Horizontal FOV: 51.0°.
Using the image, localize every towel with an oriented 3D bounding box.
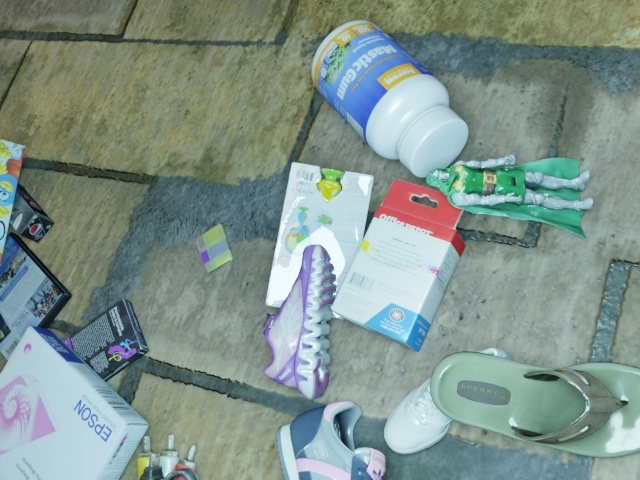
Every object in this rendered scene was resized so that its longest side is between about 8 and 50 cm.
[{"bbox_3d":[-0.195,0.013,1.232,0.060,0.009,0.083,-30,60,11],"label":"towel"}]

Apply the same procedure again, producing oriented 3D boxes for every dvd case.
[{"bbox_3d":[-0.637,0.115,1.394,0.253,0.022,0.180,36,86,32],"label":"dvd case"}]

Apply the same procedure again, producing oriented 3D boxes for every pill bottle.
[{"bbox_3d":[0.114,-0.230,1.102,0.152,0.152,0.272,-41,57,5],"label":"pill bottle"}]

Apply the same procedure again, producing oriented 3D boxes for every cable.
[{"bbox_3d":[-0.251,0.459,1.058,0.139,0.072,0.287,1,81,28],"label":"cable"}]

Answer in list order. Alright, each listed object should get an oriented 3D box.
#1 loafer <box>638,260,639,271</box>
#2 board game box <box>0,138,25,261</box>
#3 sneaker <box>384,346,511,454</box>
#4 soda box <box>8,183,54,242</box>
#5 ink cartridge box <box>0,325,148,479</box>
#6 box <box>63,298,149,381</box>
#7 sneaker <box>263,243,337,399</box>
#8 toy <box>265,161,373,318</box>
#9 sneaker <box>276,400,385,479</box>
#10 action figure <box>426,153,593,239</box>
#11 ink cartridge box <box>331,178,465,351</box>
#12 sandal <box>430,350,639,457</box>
[{"bbox_3d":[0.494,0.034,0.870,0.148,0.050,0.056,-1,69,25],"label":"loafer"},{"bbox_3d":[-0.744,-0.084,1.397,0.144,0.142,0.275,8,86,35],"label":"board game box"},{"bbox_3d":[0.166,0.212,0.927,0.212,0.094,0.080,-40,58,5],"label":"sneaker"},{"bbox_3d":[-0.651,-0.068,1.458,0.169,0.053,0.060,39,89,33],"label":"soda box"},{"bbox_3d":[-0.492,0.370,1.173,0.324,0.071,0.330,29,88,32],"label":"ink cartridge box"},{"bbox_3d":[-0.402,0.199,1.243,0.162,0.029,0.116,-35,60,10],"label":"box"},{"bbox_3d":[-0.037,0.121,1.036,0.105,0.095,0.236,5,85,21],"label":"sneaker"},{"bbox_3d":[0.000,0.000,1.105,0.137,0.056,0.237,10,89,3],"label":"toy"},{"bbox_3d":[0.038,0.344,0.888,0.131,0.112,0.319,-32,42,4],"label":"sneaker"},{"bbox_3d":[0.269,-0.078,0.971,0.232,0.063,0.137,5,58,1],"label":"action figure"},{"bbox_3d":[0.130,0.035,1.027,0.134,0.078,0.231,21,79,30],"label":"ink cartridge box"},{"bbox_3d":[0.290,0.208,0.835,0.303,0.086,0.120,5,85,4],"label":"sandal"}]
